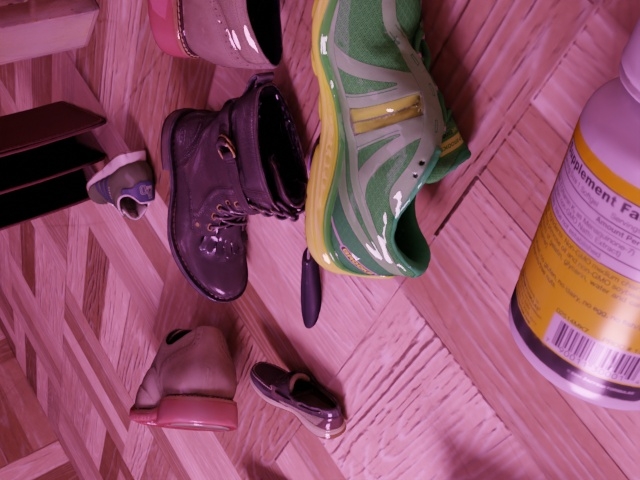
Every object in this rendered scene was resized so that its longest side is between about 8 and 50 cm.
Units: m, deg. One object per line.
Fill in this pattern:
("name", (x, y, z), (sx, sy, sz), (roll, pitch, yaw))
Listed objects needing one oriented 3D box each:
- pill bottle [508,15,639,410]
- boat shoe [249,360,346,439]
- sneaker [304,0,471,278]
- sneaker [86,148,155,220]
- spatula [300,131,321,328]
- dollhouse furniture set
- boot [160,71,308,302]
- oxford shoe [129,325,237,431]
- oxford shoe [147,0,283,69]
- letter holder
("pill bottle", (0.186, -0.016, 0.410), (0.119, 0.119, 0.209), (42, 140, 33))
("boat shoe", (-0.027, 0.180, 0.918), (0.152, 0.056, 0.049), (25, 125, 34))
("sneaker", (0.060, -0.102, 0.582), (0.123, 0.109, 0.296), (15, 122, 22))
("sneaker", (-0.299, -0.067, 1.143), (0.192, 0.064, 0.086), (-26, 83, 55))
("spatula", (0.000, 0.000, 0.749), (0.030, 0.084, 0.296), (20, 142, 8))
("dollhouse furniture set", (-0.444, -0.386, 1.064), (0.242, 0.161, 0.212), (63, 148, 6))
("boot", (-0.089, -0.041, 0.827), (0.229, 0.091, 0.263), (9, 115, 54))
("oxford shoe", (-0.201, 0.214, 1.158), (0.397, 0.140, 0.147), (153, 124, -63))
("oxford shoe", (-0.064, -0.312, 0.629), (0.130, 0.123, 0.348), (19, 129, 17))
("letter holder", (-0.489, -0.098, 1.182), (0.214, 0.301, 0.152), (22, 127, 48))
